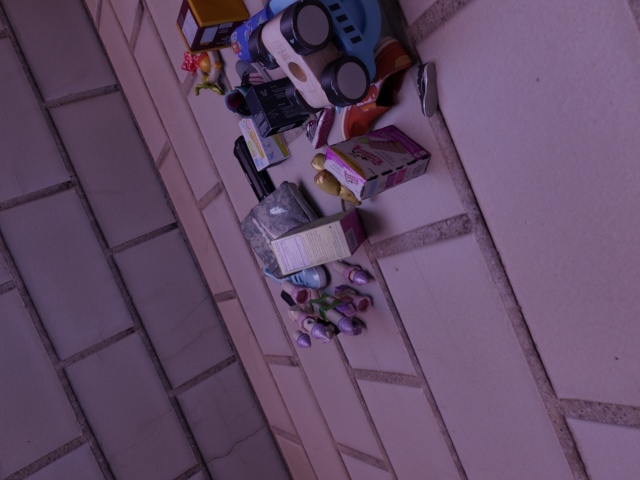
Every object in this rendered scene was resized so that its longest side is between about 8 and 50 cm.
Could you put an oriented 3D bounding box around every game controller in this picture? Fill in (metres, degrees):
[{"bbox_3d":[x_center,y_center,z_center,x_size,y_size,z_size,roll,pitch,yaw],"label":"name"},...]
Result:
[{"bbox_3d":[-0.286,-0.290,2.140,0.319,0.067,0.166,63,165,5],"label":"game controller"}]

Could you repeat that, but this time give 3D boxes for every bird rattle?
[{"bbox_3d":[-0.478,-0.732,2.094,0.207,0.143,0.254,-42,62,48],"label":"bird rattle"}]

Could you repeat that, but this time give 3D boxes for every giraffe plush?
[{"bbox_3d":[0.095,-0.210,1.486,0.170,0.181,0.210,-43,61,37],"label":"giraffe plush"}]

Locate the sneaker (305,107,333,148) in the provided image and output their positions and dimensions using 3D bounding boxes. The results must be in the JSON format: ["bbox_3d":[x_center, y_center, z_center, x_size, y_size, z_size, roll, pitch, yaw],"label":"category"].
[{"bbox_3d":[-0.010,-0.372,1.609,0.075,0.063,0.170,49,152,15],"label":"sneaker"}]

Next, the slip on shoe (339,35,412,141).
[{"bbox_3d":[0.140,-0.371,1.321,0.101,0.123,0.331,51,143,17],"label":"slip on shoe"}]

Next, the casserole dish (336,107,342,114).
[{"bbox_3d":[0.084,-0.428,1.444,0.114,0.036,0.189,38,142,40],"label":"casserole dish"}]

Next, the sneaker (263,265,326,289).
[{"bbox_3d":[-0.117,0.149,2.081,0.365,0.150,0.135,9,119,56],"label":"sneaker"}]

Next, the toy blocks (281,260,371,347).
[{"bbox_3d":[0.056,0.269,1.749,0.260,0.288,0.309,26,130,53],"label":"toy blocks"}]

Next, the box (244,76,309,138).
[{"bbox_3d":[-0.148,-0.451,1.682,0.093,0.155,0.159,-23,91,62],"label":"box"}]

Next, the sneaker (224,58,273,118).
[{"bbox_3d":[-0.274,-0.542,1.796,0.296,0.178,0.124,51,148,25],"label":"sneaker"}]

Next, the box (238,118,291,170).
[{"bbox_3d":[-0.212,-0.383,1.889,0.114,0.103,0.203,-15,98,61],"label":"box"}]

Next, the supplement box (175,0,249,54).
[{"bbox_3d":[-0.389,-0.790,1.785,0.194,0.191,0.129,-28,87,60],"label":"supplement box"}]

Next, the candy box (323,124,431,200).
[{"bbox_3d":[0.148,-0.209,1.300,0.159,0.233,0.071,46,146,30],"label":"candy box"}]

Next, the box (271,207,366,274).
[{"bbox_3d":[0.000,0.000,1.612,0.242,0.213,0.118,-16,99,21],"label":"box"}]

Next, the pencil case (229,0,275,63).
[{"bbox_3d":[-0.186,-0.679,1.613,0.306,0.119,0.133,2,102,58],"label":"pencil case"}]

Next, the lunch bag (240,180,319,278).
[{"bbox_3d":[-0.114,-0.038,1.881,0.256,0.212,0.305,-45,71,37],"label":"lunch bag"}]

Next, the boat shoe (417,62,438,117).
[{"bbox_3d":[0.254,-0.362,1.205,0.038,0.046,0.125,20,125,52],"label":"boat shoe"}]

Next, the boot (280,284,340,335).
[{"bbox_3d":[-0.030,0.276,2.005,0.094,0.246,0.207,-54,47,13],"label":"boot"}]

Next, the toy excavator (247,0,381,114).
[{"bbox_3d":[0.027,-0.585,1.171,0.433,0.445,0.222,49,159,-26],"label":"toy excavator"}]
